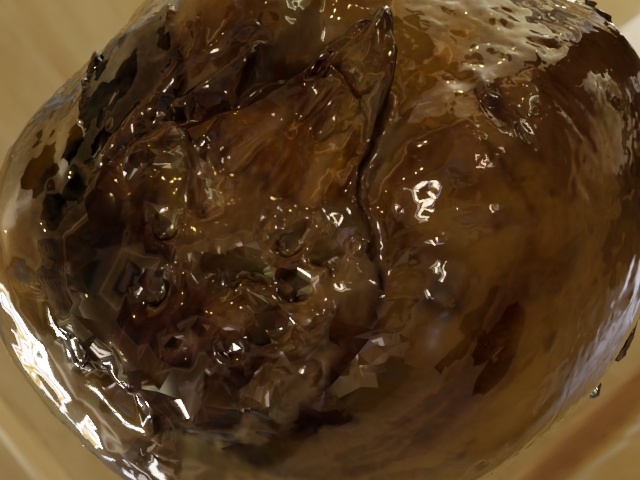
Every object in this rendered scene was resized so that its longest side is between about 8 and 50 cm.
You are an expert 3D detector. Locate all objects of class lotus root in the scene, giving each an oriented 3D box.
[{"bbox_3d":[0.000,0.000,0.722,0.272,0.272,0.192,-33,2,19],"label":"lotus root"}]
